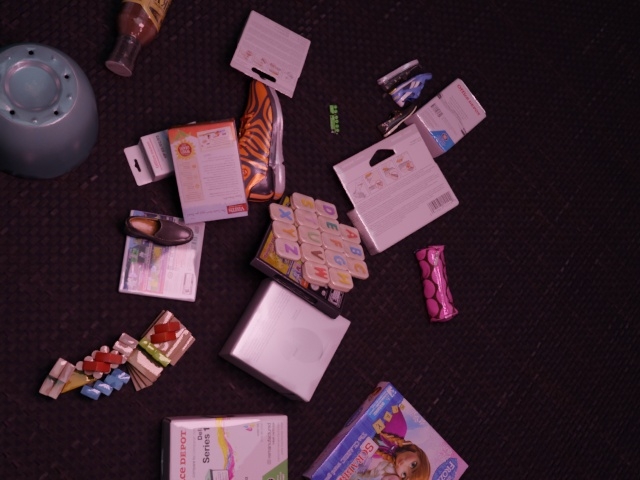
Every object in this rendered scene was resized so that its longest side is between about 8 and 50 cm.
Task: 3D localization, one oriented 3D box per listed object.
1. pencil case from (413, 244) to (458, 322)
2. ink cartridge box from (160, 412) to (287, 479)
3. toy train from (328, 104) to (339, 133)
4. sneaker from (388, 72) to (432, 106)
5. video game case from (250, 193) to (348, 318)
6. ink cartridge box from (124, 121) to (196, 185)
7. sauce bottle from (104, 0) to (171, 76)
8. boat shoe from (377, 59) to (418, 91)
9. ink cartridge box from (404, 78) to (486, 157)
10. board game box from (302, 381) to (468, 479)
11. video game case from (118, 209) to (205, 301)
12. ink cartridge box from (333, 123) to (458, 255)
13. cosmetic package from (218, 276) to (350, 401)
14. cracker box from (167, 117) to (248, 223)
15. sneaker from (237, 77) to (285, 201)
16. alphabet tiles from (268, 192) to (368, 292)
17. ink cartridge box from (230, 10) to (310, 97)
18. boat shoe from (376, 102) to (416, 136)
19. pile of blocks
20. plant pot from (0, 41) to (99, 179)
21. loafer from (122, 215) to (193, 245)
[{"bbox_3d":[0.317,0.117,1.977,0.095,0.098,0.209,-11,85,-22],"label":"pencil case"},{"bbox_3d":[-0.224,0.510,1.693,0.278,0.117,0.201,3,80,-20],"label":"ink cartridge box"},{"bbox_3d":[0.036,-0.332,1.995,0.023,0.017,0.083,-3,82,-11],"label":"toy train"},{"bbox_3d":[0.264,-0.432,2.081,0.144,0.053,0.059,-32,94,-15],"label":"sneaker"},{"bbox_3d":[-0.031,0.035,1.819,0.248,0.035,0.275,34,37,-12],"label":"video game case"},{"bbox_3d":[-0.378,-0.213,1.794,0.181,0.061,0.104,-21,89,-22],"label":"ink cartridge box"},{"bbox_3d":[-0.441,-0.571,1.811,0.111,0.111,0.344,22,76,-16],"label":"sauce bottle"},{"bbox_3d":[0.225,-0.470,2.077,0.142,0.049,0.040,-32,98,-16],"label":"boat shoe"},{"bbox_3d":[0.358,-0.349,2.083,0.190,0.082,0.139,-41,96,-23],"label":"ink cartridge box"},{"bbox_3d":[0.171,0.586,1.856,0.318,0.066,0.319,46,69,-8],"label":"board game box"},{"bbox_3d":[-0.384,0.039,1.769,0.183,0.023,0.201,10,78,-19],"label":"video game case"},{"bbox_3d":[0.199,-0.142,1.996,0.296,0.066,0.261,-30,92,-23],"label":"ink cartridge box"},{"bbox_3d":[-0.090,0.239,1.781,0.224,0.138,0.224,35,70,-13],"label":"cosmetic package"},{"bbox_3d":[-0.266,-0.166,1.743,0.155,0.067,0.232,-7,108,-1],"label":"cracker box"},{"bbox_3d":[-0.192,-0.258,1.838,0.180,0.124,0.321,-3,82,-22],"label":"sneaker"},{"bbox_3d":[0.000,0.000,1.834,0.278,0.021,0.284,17,43,-31],"label":"alphabet tiles"},{"bbox_3d":[-0.135,-0.477,1.903,0.181,0.056,0.225,25,56,-15],"label":"ink cartridge box"},{"bbox_3d":[0.215,-0.346,2.042,0.133,0.049,0.042,-41,101,-11],"label":"boat shoe"},{"bbox_3d":[-0.451,0.282,1.652,0.362,0.112,0.149,-24,89,-22],"label":"pile of blocks"},{"bbox_3d":[-0.637,-0.304,1.620,0.293,0.235,0.293,4,79,-21],"label":"plant pot"},{"bbox_3d":[-0.383,-0.024,1.733,0.170,0.061,0.062,7,78,-20],"label":"loafer"}]
